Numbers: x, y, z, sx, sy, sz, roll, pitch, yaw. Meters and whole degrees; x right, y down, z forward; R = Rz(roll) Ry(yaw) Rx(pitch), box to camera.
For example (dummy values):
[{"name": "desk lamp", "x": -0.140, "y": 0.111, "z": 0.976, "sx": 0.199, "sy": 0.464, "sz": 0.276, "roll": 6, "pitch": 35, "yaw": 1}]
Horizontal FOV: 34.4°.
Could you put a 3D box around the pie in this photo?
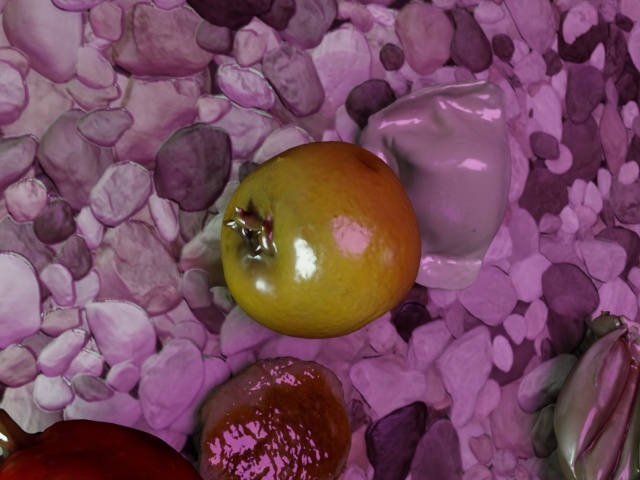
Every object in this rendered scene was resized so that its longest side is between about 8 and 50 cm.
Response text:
[{"name": "pie", "x": -0.045, "y": 0.206, "z": 1.081, "sx": 0.193, "sy": 0.079, "sz": 0.163, "roll": -29, "pitch": 98, "yaw": -32}]

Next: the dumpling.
[{"name": "dumpling", "x": 0.128, "y": -0.065, "z": 1.202, "sx": 0.179, "sy": 0.131, "sz": 0.252, "roll": 0, "pitch": 108, "yaw": -13}]

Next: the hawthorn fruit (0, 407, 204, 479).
[{"name": "hawthorn fruit", "x": -0.203, "y": 0.282, "z": 0.877, "sx": 0.265, "sy": 0.265, "sz": 0.307, "roll": -33, "pitch": 86, "yaw": -30}]

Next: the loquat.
[{"name": "loquat", "x": 0.000, "y": 0.000, "z": 1.047, "sx": 0.208, "sy": 0.208, "sz": 0.208, "roll": 3, "pitch": 84, "yaw": -32}]

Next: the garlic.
[{"name": "garlic", "x": 0.414, "y": 0.235, "z": 1.298, "sx": 0.237, "sy": 0.210, "sz": 0.292, "roll": 29, "pitch": 63, "yaw": -34}]
